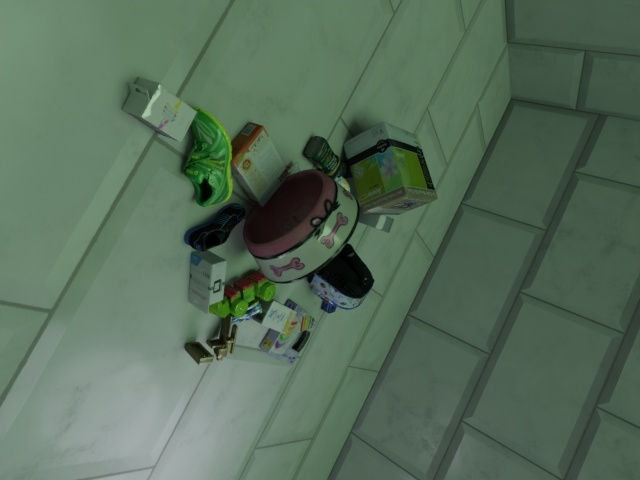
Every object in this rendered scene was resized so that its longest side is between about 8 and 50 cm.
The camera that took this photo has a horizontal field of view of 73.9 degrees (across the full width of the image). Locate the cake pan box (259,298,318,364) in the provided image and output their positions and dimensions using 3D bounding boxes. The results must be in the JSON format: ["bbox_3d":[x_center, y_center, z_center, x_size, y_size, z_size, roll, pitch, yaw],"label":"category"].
[{"bbox_3d":[-0.137,0.425,1.940,0.246,0.070,0.267,-55,148,-14],"label":"cake pan box"}]

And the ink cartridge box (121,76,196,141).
[{"bbox_3d":[-0.393,-0.318,1.024,0.143,0.092,0.090,30,85,-58],"label":"ink cartridge box"}]

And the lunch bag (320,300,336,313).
[{"bbox_3d":[0.052,0.317,2.156,0.067,0.065,0.099,-9,118,-55],"label":"lunch bag"}]

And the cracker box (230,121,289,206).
[{"bbox_3d":[-0.207,-0.242,1.383,0.156,0.067,0.232,-54,146,-19],"label":"cracker box"}]

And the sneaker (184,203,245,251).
[{"bbox_3d":[-0.310,-0.037,1.340,0.232,0.090,0.082,-40,140,-36],"label":"sneaker"}]

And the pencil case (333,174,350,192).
[{"bbox_3d":[0.004,-0.158,1.713,0.273,0.113,0.124,-41,164,-33],"label":"pencil case"}]

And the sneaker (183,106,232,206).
[{"bbox_3d":[-0.318,-0.219,1.188,0.123,0.109,0.296,-41,141,-42],"label":"sneaker"}]

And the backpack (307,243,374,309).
[{"bbox_3d":[0.100,0.189,1.955,0.276,0.263,0.213,-40,156,-37],"label":"backpack"}]

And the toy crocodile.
[{"bbox_3d":[-0.267,0.179,1.527,0.340,0.115,0.105,-28,131,-46],"label":"toy crocodile"}]

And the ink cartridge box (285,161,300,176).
[{"bbox_3d":[-0.121,-0.234,1.558,0.115,0.029,0.063,-51,145,-25],"label":"ink cartridge box"}]

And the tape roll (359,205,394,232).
[{"bbox_3d":[0.231,-0.106,1.997,0.219,0.219,0.072,12,99,-58],"label":"tape roll"}]

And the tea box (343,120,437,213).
[{"bbox_3d":[0.308,-0.295,1.843,0.329,0.219,0.324,-2,73,-53],"label":"tea box"}]

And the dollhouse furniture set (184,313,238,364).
[{"bbox_3d":[-0.371,0.331,1.470,0.151,0.144,0.123,4,103,-42],"label":"dollhouse furniture set"}]

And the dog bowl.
[{"bbox_3d":[-0.082,-0.065,1.405,0.408,0.407,0.150,-54,125,-19],"label":"dog bowl"}]

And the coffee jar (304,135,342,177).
[{"bbox_3d":[0.015,-0.320,1.658,0.096,0.079,0.184,-63,149,-6],"label":"coffee jar"}]

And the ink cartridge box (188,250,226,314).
[{"bbox_3d":[-0.363,0.132,1.360,0.060,0.104,0.180,-19,126,-52],"label":"ink cartridge box"}]

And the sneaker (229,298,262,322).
[{"bbox_3d":[-0.281,0.275,1.577,0.144,0.053,0.059,-28,116,0],"label":"sneaker"}]

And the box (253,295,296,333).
[{"bbox_3d":[-0.201,0.288,1.701,0.103,0.114,0.203,-62,149,-9],"label":"box"}]

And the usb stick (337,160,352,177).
[{"bbox_3d":[0.144,-0.317,1.890,0.278,0.045,0.077,-16,122,-51],"label":"usb stick"}]
